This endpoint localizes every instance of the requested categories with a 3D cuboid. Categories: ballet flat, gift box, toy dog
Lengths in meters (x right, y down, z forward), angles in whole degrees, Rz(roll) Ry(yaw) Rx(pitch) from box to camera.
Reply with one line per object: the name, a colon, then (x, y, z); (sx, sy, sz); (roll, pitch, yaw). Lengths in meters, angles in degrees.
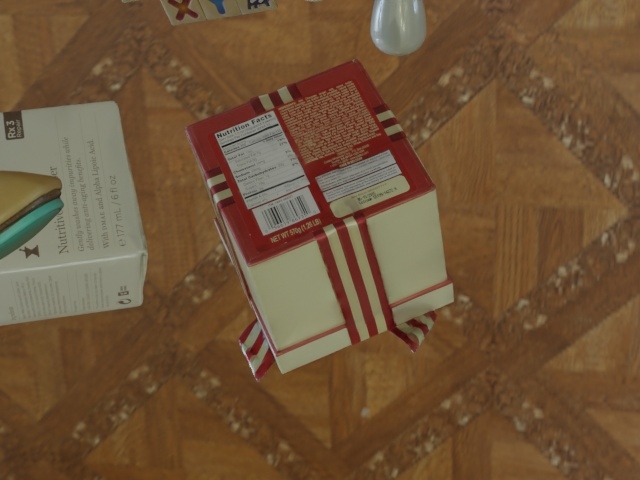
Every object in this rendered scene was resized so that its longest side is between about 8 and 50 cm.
ballet flat: (-0.218, 0.012, 0.622); (0.232, 0.080, 0.073); (-35, 91, 34)
gift box: (0.000, 0.000, 1.418); (0.255, 0.276, 0.258); (-19, 145, -3)
toy dog: (0.118, -0.419, 1.567); (0.220, 0.161, 0.333); (32, 115, 7)

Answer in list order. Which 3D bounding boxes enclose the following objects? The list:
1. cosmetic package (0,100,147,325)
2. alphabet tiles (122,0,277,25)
cosmetic package: (-0.409, -0.018, 1.432); (0.385, 0.217, 0.156); (-9, 155, -14)
alphabet tiles: (-0.191, -0.442, 1.732); (0.285, 0.011, 0.342); (-5, 139, 17)
